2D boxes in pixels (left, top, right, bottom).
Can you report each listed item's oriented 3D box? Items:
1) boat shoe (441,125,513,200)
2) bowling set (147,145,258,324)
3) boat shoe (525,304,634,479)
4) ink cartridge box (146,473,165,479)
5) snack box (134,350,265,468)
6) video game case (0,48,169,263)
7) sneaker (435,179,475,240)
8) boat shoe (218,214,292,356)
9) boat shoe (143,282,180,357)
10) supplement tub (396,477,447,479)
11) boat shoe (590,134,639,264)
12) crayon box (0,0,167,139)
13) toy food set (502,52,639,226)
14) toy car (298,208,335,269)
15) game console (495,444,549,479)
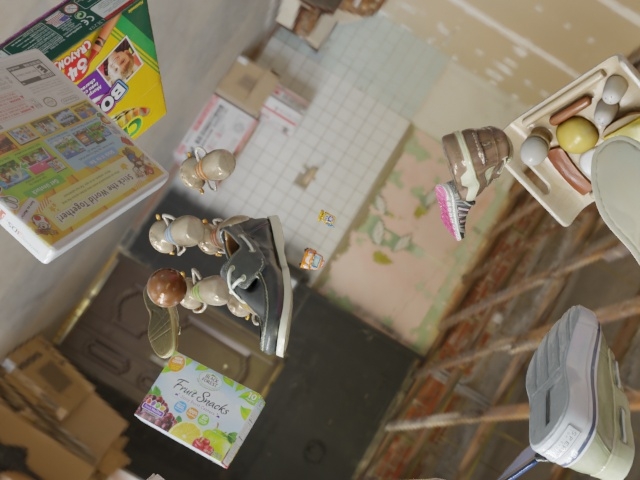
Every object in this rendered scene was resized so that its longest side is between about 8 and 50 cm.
[{"bbox_3d":[0.233,-0.113,1.182,0.095,0.095,0.257,-20,178,9],"label":"boat shoe"},{"bbox_3d":[-0.189,0.020,1.191,0.200,0.287,0.154,-25,-171,-34],"label":"bowling set"},{"bbox_3d":[0.305,0.178,0.965,0.109,0.094,0.302,-55,178,29],"label":"boat shoe"},{"bbox_3d":[-0.256,0.604,1.550,0.131,0.306,0.226,-54,174,0],"label":"ink cartridge box"},{"bbox_3d":[-0.157,0.220,1.078,0.100,0.141,0.037,-58,157,-23],"label":"snack box"},{"bbox_3d":[-0.281,-0.095,0.824,0.026,0.206,0.227,-45,-177,28],"label":"video game case"},{"bbox_3d":[0.297,-0.069,1.749,0.075,0.063,0.170,-29,134,-7],"label":"sneaker"},{"bbox_3d":[-0.074,0.051,0.931,0.233,0.079,0.084,-107,-159,-56],"label":"boat shoe"},{"bbox_3d":[-0.254,0.129,1.354,0.056,0.048,0.153,-43,-133,19],"label":"boat shoe"},{"bbox_3d":[0.115,0.539,1.439,0.228,0.316,0.228,-17,-111,51],"label":"supplement tub"},{"bbox_3d":[0.523,-0.018,1.271,0.117,0.324,0.097,-35,147,23],"label":"boat shoe"},{"bbox_3d":[-0.454,-0.254,1.489,0.363,0.106,0.313,-46,159,-25],"label":"crayon box"},{"bbox_3d":[0.468,-0.158,1.410,0.306,0.220,0.092,-33,-163,52],"label":"toy food set"},{"bbox_3d":[0.000,0.000,1.444,0.060,0.041,0.122,93,18,-76],"label":"toy car"},{"bbox_3d":[0.468,0.398,1.828,0.173,0.250,0.293,-10,-178,32],"label":"game console"}]
